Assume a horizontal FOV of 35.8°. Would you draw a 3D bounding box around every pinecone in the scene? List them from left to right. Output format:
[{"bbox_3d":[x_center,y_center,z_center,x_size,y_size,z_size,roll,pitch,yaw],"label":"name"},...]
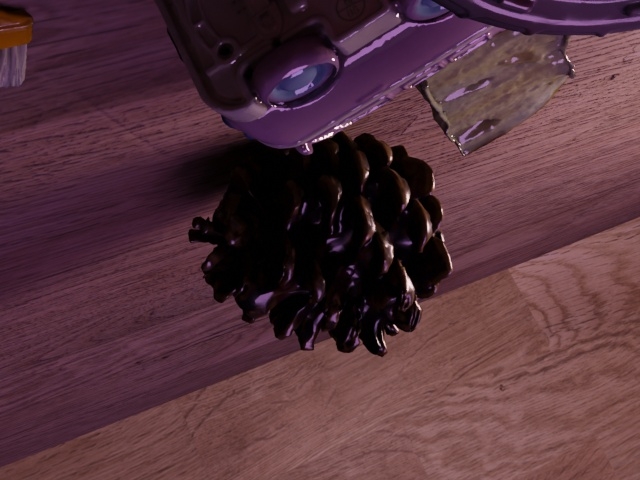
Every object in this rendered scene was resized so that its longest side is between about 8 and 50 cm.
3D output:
[{"bbox_3d":[0.000,0.000,1.016,0.257,0.243,0.243,5,165,0],"label":"pinecone"}]

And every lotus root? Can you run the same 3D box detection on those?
[{"bbox_3d":[0.113,-0.162,0.775,0.119,0.138,0.235,-33,165,8],"label":"lotus root"}]

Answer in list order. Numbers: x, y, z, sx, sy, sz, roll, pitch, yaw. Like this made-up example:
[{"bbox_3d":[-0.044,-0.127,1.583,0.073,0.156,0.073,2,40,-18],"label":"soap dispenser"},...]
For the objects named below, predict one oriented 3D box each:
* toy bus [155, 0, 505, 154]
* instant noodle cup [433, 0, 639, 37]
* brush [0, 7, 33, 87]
[{"bbox_3d":[0.013,-0.154,0.603,0.202,0.142,0.142,-30,166,14],"label":"toy bus"},{"bbox_3d":[0.099,-0.189,0.343,0.258,0.181,0.302,4,156,-11],"label":"instant noodle cup"},{"bbox_3d":[-0.200,-0.145,0.525,0.103,0.013,0.272,-20,165,-25],"label":"brush"}]
